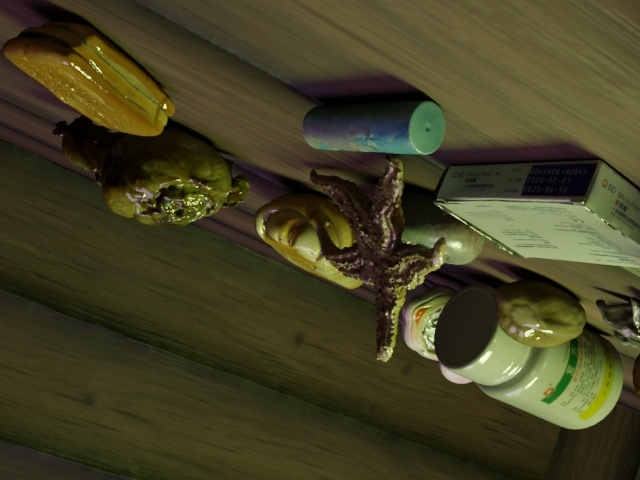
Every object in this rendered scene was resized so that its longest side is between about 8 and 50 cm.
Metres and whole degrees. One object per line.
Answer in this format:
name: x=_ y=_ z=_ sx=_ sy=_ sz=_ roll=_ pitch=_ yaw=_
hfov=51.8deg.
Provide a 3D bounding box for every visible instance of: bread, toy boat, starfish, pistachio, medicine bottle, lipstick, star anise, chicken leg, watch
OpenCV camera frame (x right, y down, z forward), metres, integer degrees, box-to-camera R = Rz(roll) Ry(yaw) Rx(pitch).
bread: x=0.000 y=0.000 z=1.218 sx=0.173 sy=0.121 sz=0.311 roll=23 pitch=173 yaw=19
toy boat: x=0.144 y=-0.003 z=0.940 sx=0.155 sy=0.085 sz=0.227 roll=25 pitch=172 yaw=-13
starfish: x=0.077 y=-0.001 z=0.861 sx=0.060 sy=0.299 sz=0.302 roll=-12 pitch=166 yaw=-23
pistachio: x=0.371 y=0.123 z=1.104 sx=0.185 sy=0.108 sz=0.126 roll=18 pitch=-162 yaw=-26
medicine bottle: x=0.240 y=-0.021 z=0.672 sx=0.171 sy=0.052 sz=0.201 roll=27 pitch=170 yaw=-28
lipstick: x=0.046 y=-0.108 z=0.632 sx=0.048 sy=0.048 sz=0.158 roll=28 pitch=170 yaw=-37
bread: x=-0.276 y=-0.198 z=0.809 sx=0.116 sy=0.077 sz=0.200 roll=20 pitch=170 yaw=27
star anise: x=0.491 y=0.131 z=0.962 sx=0.172 sy=0.063 sz=0.208 roll=24 pitch=172 yaw=-7
chicken leg: x=-0.326 y=-0.138 z=1.140 sx=0.429 sy=0.201 sz=0.153 roll=23 pitch=146 yaw=38
medicine bottle: x=0.407 y=0.226 z=1.302 sx=0.340 sy=0.208 sz=0.208 roll=26 pitch=171 yaw=-25
watch: x=0.285 y=0.174 z=1.512 sx=0.248 sy=0.211 sz=0.217 roll=32 pitch=-172 yaw=-11

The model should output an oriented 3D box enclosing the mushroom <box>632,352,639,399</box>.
mushroom: x=0.667 y=0.269 z=1.128 sx=0.253 sy=0.153 sz=0.253 roll=27 pitch=164 yaw=8
